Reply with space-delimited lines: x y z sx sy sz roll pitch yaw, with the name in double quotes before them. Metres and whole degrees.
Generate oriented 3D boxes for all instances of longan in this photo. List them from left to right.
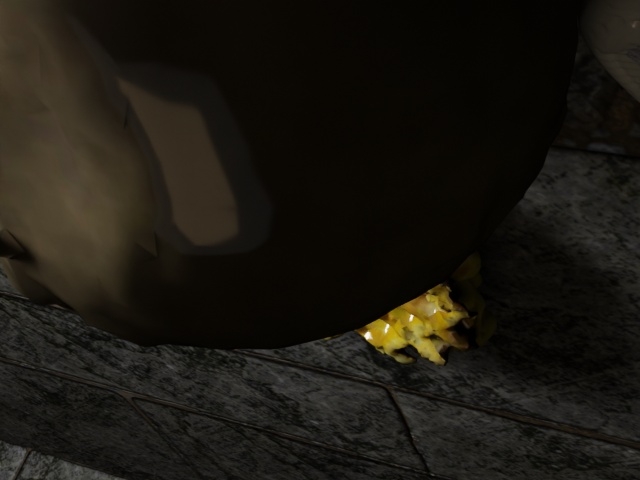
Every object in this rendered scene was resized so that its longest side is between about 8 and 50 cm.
"longan" -0.069 -0.130 0.694 0.435 0.404 0.404 30 154 -24

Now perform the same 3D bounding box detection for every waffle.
"waffle" 0.000 0.000 1.222 0.382 0.095 0.380 12 151 27

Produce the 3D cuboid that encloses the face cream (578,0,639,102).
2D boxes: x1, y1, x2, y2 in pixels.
"face cream" 0.260 -0.128 0.674 0.205 0.111 0.206 29 174 3
